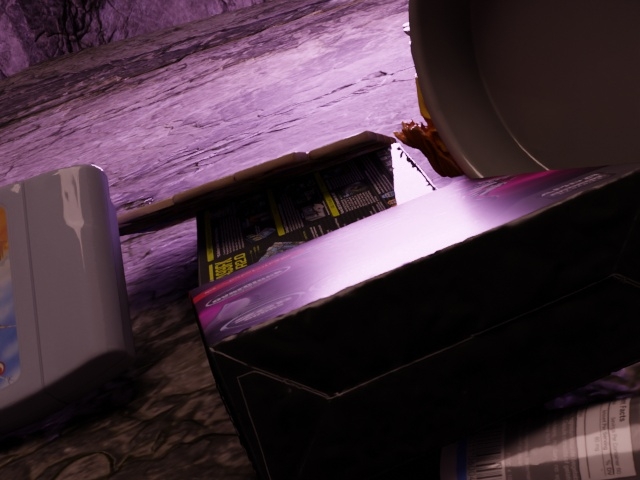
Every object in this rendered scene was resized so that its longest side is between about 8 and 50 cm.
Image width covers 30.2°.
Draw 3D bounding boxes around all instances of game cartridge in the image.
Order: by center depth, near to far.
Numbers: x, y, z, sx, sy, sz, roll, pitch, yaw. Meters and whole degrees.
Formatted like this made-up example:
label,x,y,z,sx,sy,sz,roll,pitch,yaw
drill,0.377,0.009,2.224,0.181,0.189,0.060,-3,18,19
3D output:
label,x,y,z,sx,sy,sz,roll,pitch,yaw
game cartridge,-0.300,0.068,0.965,0.297,0.062,0.198,-17,61,10

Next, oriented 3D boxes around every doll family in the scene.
label,x,y,z,sx,sy,sz,roll,pitch,yaw
doll family,0.128,-0.153,1.201,0.118,0.163,0.263,-12,19,10

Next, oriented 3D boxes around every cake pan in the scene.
label,x,y,z,sx,sy,sz,roll,pitch,yaw
cake pan,0.177,-0.152,0.812,0.054,0.293,0.293,-15,12,-37

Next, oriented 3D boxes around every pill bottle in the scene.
label,x,y,z,sx,sy,sz,roll,pitch,yaw
pill bottle,0.132,0.115,0.555,0.137,0.078,0.078,-12,19,20

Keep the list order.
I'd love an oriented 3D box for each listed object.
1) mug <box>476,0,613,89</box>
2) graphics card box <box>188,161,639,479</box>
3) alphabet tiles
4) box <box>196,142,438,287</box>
label,x,y,z,sx,sy,sz,roll,pitch,yaw
mug,0.305,-0.192,0.986,0.328,0.276,0.374,-9,13,43
graphics card box,0.044,0.039,0.712,0.233,0.094,0.371,-22,5,-6
alphabet tiles,-0.070,-0.053,1.174,0.285,0.011,0.342,-20,0,10
box,0.000,0.000,1.053,0.216,0.060,0.270,-20,18,-1
